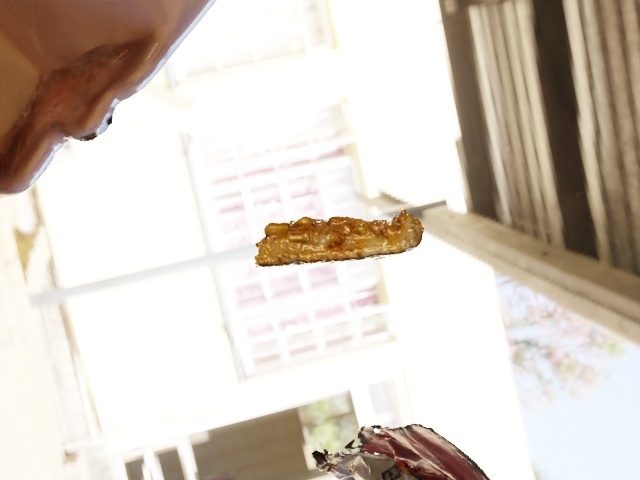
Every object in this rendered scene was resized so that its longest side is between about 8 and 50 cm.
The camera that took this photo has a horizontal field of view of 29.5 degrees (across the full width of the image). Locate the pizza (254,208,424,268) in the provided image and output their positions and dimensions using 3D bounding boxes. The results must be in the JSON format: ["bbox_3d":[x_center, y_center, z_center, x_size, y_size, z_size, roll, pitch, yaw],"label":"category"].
[{"bbox_3d":[0.000,0.000,0.986,0.178,0.131,0.041,176,-92,-66],"label":"pizza"}]

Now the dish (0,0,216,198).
[{"bbox_3d":[-0.121,-0.118,0.466,0.090,0.213,0.213,37,16,-34],"label":"dish"}]

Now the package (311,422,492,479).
[{"bbox_3d":[0.101,0.209,0.993,0.269,0.194,0.071,-37,-153,62],"label":"package"}]
